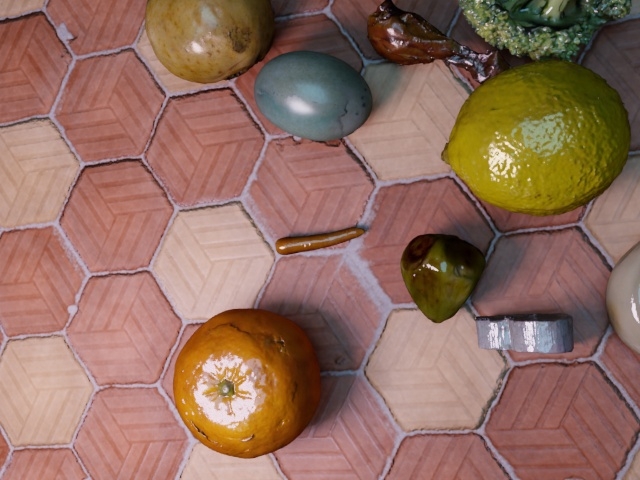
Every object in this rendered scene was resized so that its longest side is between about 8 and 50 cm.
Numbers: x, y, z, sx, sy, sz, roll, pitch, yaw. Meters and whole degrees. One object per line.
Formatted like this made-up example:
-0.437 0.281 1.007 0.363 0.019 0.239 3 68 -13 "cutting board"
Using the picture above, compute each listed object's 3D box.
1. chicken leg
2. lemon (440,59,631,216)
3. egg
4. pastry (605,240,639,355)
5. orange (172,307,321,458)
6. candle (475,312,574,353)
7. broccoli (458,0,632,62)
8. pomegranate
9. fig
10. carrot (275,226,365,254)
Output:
0.225 -0.368 1.353 0.305 0.113 0.093 24 59 14 "chicken leg"
0.374 -0.171 1.228 0.322 0.268 0.268 -20 82 12 "lemon"
-0.015 -0.281 1.378 0.237 0.169 0.169 15 91 16 "egg"
0.630 0.104 1.218 0.265 0.133 0.264 -1 84 11 "pastry"
-0.140 0.269 1.353 0.284 0.226 0.283 -1 83 11 "orange"
0.385 0.164 1.274 0.169 0.192 0.068 0 87 -30 "candle"
0.405 -0.436 1.254 0.288 0.235 0.260 -38 39 -4 "broccoli"
-0.218 -0.433 1.404 0.261 0.260 0.260 -1 87 14 "pomegranate"
0.228 0.069 1.314 0.154 0.144 0.165 -3 106 -1 "fig"
0.000 0.000 1.433 0.190 0.037 0.037 -9 85 10 "carrot"
